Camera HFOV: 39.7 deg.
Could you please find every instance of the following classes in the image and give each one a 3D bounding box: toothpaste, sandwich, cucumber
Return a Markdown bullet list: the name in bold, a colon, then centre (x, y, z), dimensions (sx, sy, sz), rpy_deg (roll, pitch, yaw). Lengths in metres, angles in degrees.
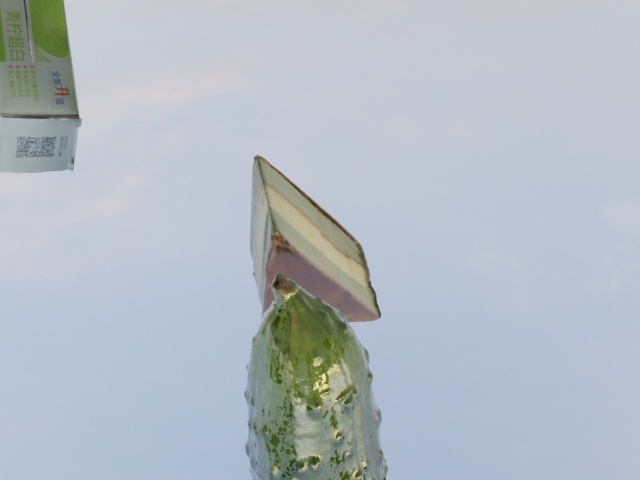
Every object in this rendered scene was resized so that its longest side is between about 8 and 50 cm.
- **toothpaste**: centre (-0.259, -0.219, 0.768), dimensions (0.067, 0.081, 0.337), rpy_deg (-3, -118, -23)
- **sandwich**: centre (0.000, 0.000, 0.953), dimensions (0.144, 0.187, 0.117), rpy_deg (-7, -124, -12)
- **cucumber**: centre (-0.013, 0.131, 0.781), dimensions (0.134, 0.244, 0.134), rpy_deg (-5, -145, 4)
